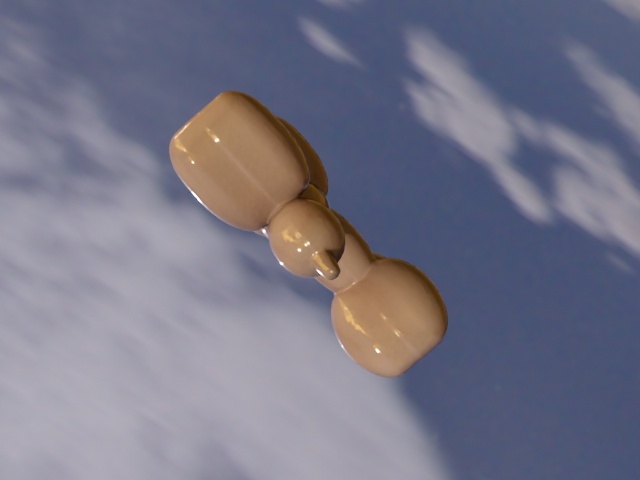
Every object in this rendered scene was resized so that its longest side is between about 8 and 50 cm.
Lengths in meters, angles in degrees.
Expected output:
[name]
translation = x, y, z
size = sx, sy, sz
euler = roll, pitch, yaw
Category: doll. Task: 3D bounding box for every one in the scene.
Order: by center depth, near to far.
[doll]
translation = 0.000, 0.000, 0.984
size = 0.160, 0.059, 0.161
euler = 50, -176, 9
